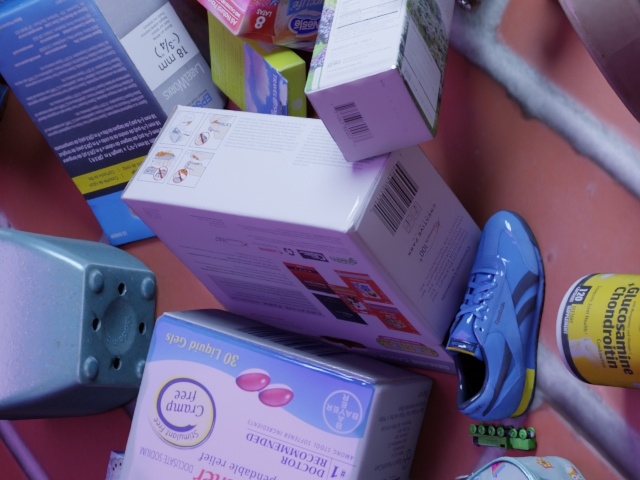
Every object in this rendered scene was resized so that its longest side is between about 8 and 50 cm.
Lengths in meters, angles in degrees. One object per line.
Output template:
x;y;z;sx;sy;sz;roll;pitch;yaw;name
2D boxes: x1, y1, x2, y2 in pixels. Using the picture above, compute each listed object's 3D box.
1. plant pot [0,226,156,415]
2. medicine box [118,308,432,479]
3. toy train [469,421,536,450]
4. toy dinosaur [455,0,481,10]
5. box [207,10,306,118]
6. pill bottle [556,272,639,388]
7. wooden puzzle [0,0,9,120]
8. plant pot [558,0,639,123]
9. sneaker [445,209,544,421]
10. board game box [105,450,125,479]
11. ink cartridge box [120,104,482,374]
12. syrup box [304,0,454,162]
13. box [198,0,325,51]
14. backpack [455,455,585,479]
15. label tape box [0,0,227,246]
-0.344;0.104;2.208;0.252;0.247;0.248;0;85;30;plant pot
-0.058;0.244;1.853;0.263;0.149;0.289;16;96;24;medicine box
0.179;0.194;1.761;0.083;0.017;0.024;-1;95;48;toy train
0.186;-0.309;1.685;0.121;0.313;0.160;-119;23;-66;toy dinosaur
-0.068;-0.186;2.039;0.178;0.042;0.109;45;148;41;box
0.305;0.081;1.568;0.184;0.103;0.103;0;85;49;pill bottle
-0.453;-0.238;2.410;0.348;0.080;0.322;-106;36;-76;wooden puzzle
0.332;-0.242;1.499;0.229;0.263;0.263;-31;61;22;plant pot
0.166;0.071;1.745;0.069;0.082;0.209;-4;81;50;sneaker
-0.235;0.316;2.209;0.090;0.020;0.090;18;98;49;board game box
0.000;0.000;1.837;0.309;0.272;0.130;9;61;40;ink cartridge box
0.061;-0.194;1.703;0.096;0.093;0.237;-14;40;22;syrup box
-0.090;-0.352;2.045;0.300;0.142;0.154;46;119;41;box
0.172;0.290;1.664;0.188;0.144;0.166;-45;48;32;backpack
-0.244;-0.173;2.191;0.240;0.106;0.334;-12;116;47;label tape box
